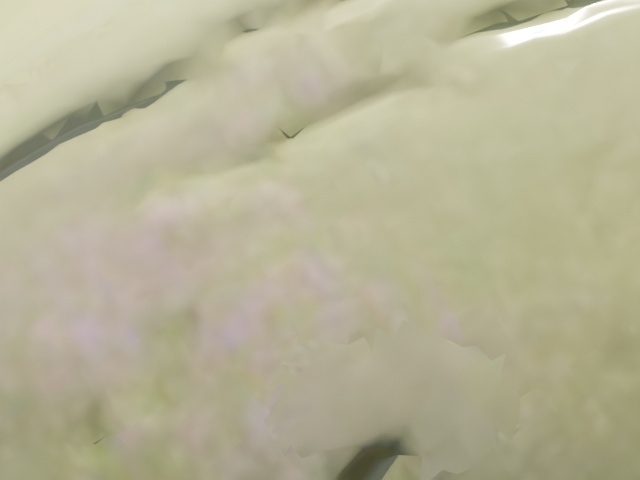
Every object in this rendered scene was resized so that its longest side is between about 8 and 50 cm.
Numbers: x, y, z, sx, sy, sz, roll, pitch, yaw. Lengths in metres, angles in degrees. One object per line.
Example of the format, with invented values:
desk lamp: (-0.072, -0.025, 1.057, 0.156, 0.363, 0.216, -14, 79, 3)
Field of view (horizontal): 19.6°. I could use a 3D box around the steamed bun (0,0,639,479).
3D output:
steamed bun: (0.000, 0.000, 0.528, 0.456, 0.290, 0.371, -33, 16, -4)
